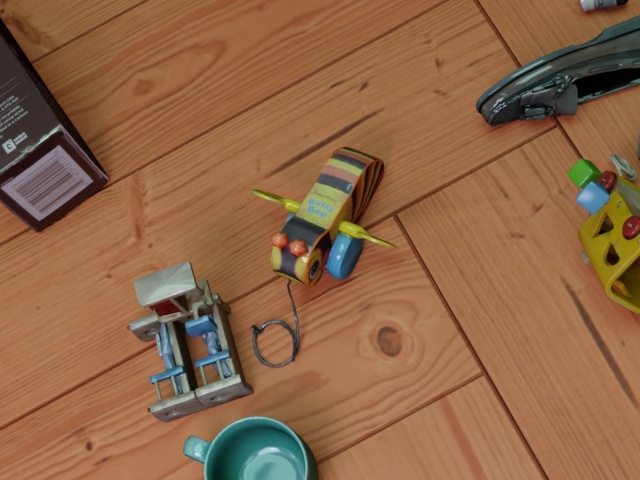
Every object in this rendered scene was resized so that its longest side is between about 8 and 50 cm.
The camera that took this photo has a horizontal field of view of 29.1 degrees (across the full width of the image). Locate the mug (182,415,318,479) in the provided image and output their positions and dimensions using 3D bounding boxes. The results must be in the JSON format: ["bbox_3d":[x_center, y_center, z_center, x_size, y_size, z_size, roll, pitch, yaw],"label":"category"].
[{"bbox_3d":[-0.076,0.279,1.516,0.129,0.097,0.158,-37,66,-3],"label":"mug"}]

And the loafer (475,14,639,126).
[{"bbox_3d":[0.338,-0.208,1.616,0.267,0.096,0.084,-26,72,0],"label":"loafer"}]

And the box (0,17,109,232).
[{"bbox_3d":[-0.469,-0.215,1.740,0.143,0.191,0.381,-37,68,-3],"label":"box"}]

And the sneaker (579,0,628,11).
[{"bbox_3d":[0.402,-0.391,1.685,0.074,0.063,0.170,8,77,15],"label":"sneaker"}]

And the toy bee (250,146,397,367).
[{"bbox_3d":[0.000,0.000,1.572,0.195,0.162,0.298,1,70,11],"label":"toy bee"}]

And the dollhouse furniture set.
[{"bbox_3d":[-0.182,0.132,1.547,0.128,0.184,0.129,-20,67,4],"label":"dollhouse furniture set"}]

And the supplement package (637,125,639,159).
[{"bbox_3d":[0.500,-0.151,1.549,0.179,0.105,0.105,-42,66,-5],"label":"supplement package"}]

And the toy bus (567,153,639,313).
[{"bbox_3d":[0.371,-0.002,1.518,0.191,0.202,0.104,48,115,16],"label":"toy bus"}]
